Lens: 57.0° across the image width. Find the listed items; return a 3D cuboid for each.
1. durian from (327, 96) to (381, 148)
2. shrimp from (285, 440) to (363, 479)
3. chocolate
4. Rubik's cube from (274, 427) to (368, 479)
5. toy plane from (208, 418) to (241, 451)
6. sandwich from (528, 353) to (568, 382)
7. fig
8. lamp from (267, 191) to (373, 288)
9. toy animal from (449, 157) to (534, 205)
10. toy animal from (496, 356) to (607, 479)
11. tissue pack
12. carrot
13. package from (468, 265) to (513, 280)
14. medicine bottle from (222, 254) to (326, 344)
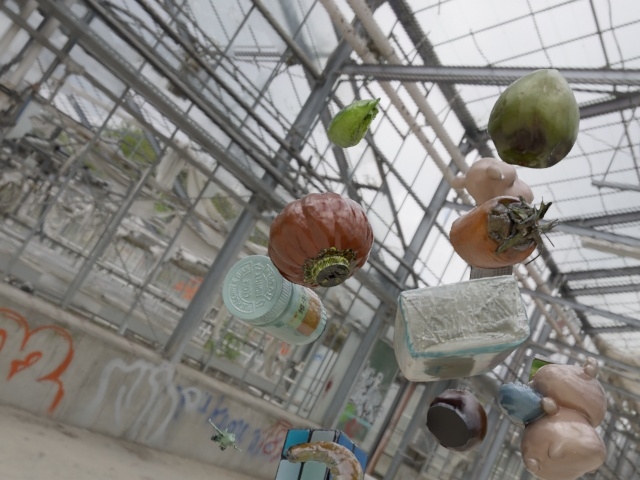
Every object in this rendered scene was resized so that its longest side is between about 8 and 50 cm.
[{"bbox_3d":[0.087,-0.331,1.651,0.101,0.139,0.250,34,-8,-8],"label":"durian"},{"bbox_3d":[-0.004,0.455,1.120,0.166,0.161,0.049,13,-42,15],"label":"shrimp"},{"bbox_3d":[0.284,0.364,1.215,0.133,0.124,0.127,-20,73,-53],"label":"chocolate"},{"bbox_3d":[0.003,0.627,1.608,0.180,0.167,0.183,-12,-47,34],"label":"Rubik's cube"},{"bbox_3d":[-0.164,0.340,1.007,0.080,0.033,0.083,50,-20,-9],"label":"toy plane"},{"bbox_3d":[0.613,0.350,1.545,0.116,0.074,0.074,13,3,26],"label":"sandwich"},{"bbox_3d":[0.576,-0.330,1.583,0.239,0.271,0.239,22,-6,3],"label":"fig"},{"bbox_3d":[0.000,0.000,1.219,0.223,0.223,0.197,42,22,-48],"label":"lamp"},{"bbox_3d":[0.613,-0.184,2.029,0.195,0.213,0.256,-16,-58,48],"label":"toy animal"},{"bbox_3d":[0.509,0.381,1.242,0.229,0.221,0.210,-6,-34,-29],"label":"toy animal"},{"bbox_3d":[0.234,0.164,1.036,0.201,0.124,0.271,-5,-22,3],"label":"tissue pack"},{"bbox_3d":[0.503,-0.018,1.641,0.331,0.193,0.214,128,-60,-73],"label":"carrot"},{"bbox_3d":[0.555,0.024,1.857,0.062,0.251,0.204,30,-21,-16],"label":"package"},{"bbox_3d":[-0.101,0.159,1.465,0.158,0.158,0.318,21,-13,27],"label":"medicine bottle"}]
